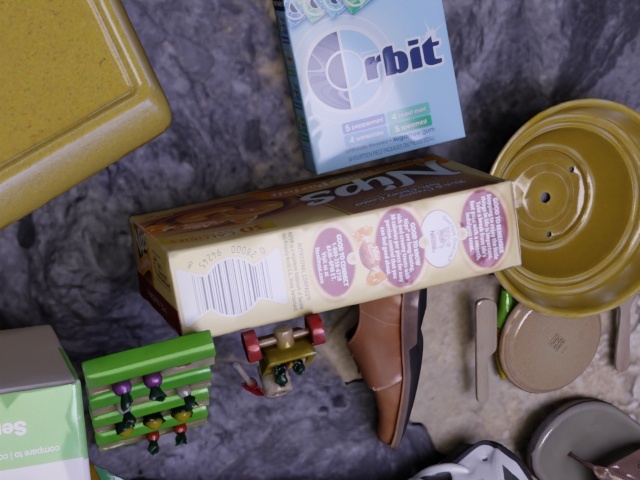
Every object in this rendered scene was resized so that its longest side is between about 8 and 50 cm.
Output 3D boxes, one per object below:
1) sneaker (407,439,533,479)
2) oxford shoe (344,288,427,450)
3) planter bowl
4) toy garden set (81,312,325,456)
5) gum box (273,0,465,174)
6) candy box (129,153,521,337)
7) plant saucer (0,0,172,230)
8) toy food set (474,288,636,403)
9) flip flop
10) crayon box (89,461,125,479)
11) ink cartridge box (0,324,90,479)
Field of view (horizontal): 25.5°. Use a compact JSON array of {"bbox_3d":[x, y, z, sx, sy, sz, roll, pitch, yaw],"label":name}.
[{"bbox_3d":[0.047,0.299,1.403,0.447,0.257,0.169,20,133,4],"label":"sneaker"},{"bbox_3d":[0.062,0.115,1.389,0.076,0.076,0.212,6,122,10],"label":"oxford shoe"},{"bbox_3d":[0.242,-0.037,1.412,0.217,0.090,0.217,-3,101,-17],"label":"planter bowl"},{"bbox_3d":[-0.102,0.139,1.255,0.204,0.244,0.049,-14,71,-11],"label":"toy garden set"},{"bbox_3d":[0.047,-0.171,1.347,0.157,0.041,0.184,-15,104,-15],"label":"gum box"},{"bbox_3d":[0.000,0.000,1.291,0.316,0.183,0.087,-11,105,-16],"label":"candy box"},{"bbox_3d":[-0.292,-0.170,1.157,0.333,0.081,0.333,-35,110,-31],"label":"plant saucer"},{"bbox_3d":[0.236,0.095,1.471,0.192,0.038,0.132,-8,111,-22],"label":"toy food set"},{"bbox_3d":[0.338,0.260,1.509,0.277,0.080,0.112,35,89,-21],"label":"flip flop"},{"bbox_3d":[-0.343,0.252,1.285,0.323,0.083,0.203,31,90,-21],"label":"crayon box"},{"bbox_3d":[-0.251,0.227,1.158,0.115,0.198,0.273,-7,101,-17],"label":"ink cartridge box"}]
